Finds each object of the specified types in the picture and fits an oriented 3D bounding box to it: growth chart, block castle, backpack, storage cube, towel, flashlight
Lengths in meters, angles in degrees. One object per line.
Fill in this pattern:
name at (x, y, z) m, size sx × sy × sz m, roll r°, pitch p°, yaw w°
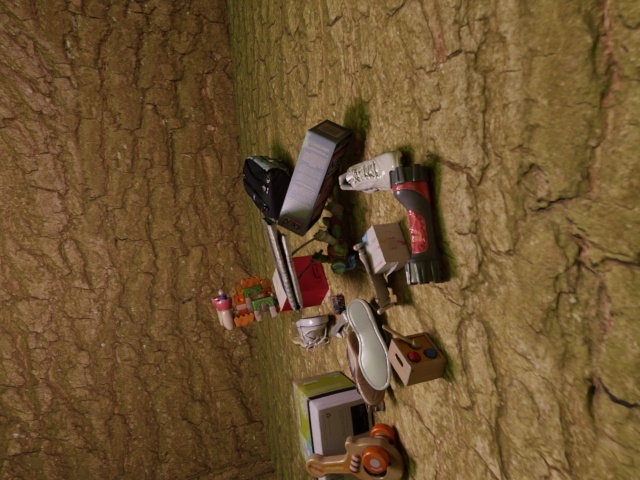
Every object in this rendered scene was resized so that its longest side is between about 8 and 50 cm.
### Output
growth chart at (0.170, 0.108, 1.386) m, size 0.172 × 0.021 × 0.237 m, roll 9°, pitch -122°, yaw -64°
block castle at (-0.332, 0.298, 2.372) m, size 0.303 × 0.454 × 0.212 m, roll 169°, pitch 86°, yaw -71°
backpack at (-0.284, -0.308, 2.369) m, size 0.356 × 0.274 × 0.289 m, roll 31°, pitch 131°, yaw 39°
storage cube at (-0.096, 0.195, 2.048) m, size 0.215 × 0.193 × 0.183 m, roll 115°, pitch 143°, yaw -54°
towel at (-0.136, 0.068, 1.628) m, size 0.312 × 0.056 × 0.323 m, roll -145°, pitch 38°, yaw -76°
flashlight at (0.241, -0.038, 1.153) m, size 0.103 × 0.103 × 0.303 m, roll -9°, pitch 82°, yaw 37°

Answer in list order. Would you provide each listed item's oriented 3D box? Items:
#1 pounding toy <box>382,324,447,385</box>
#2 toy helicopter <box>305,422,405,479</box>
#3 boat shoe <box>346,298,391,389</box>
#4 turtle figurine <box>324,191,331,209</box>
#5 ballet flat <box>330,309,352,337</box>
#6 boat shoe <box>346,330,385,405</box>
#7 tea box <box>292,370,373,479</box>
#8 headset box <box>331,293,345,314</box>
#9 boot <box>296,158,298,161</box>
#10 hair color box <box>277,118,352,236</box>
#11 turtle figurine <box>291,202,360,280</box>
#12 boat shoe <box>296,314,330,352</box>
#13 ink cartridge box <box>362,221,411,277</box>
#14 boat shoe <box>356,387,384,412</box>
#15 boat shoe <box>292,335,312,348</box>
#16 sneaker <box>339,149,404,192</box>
pounding toy at (0.247, 0.301, 1.223) m, size 0.141 × 0.130 × 0.100 m, roll -122°, pitch 32°, yaw -51°
toy helicopter at (0.117, 0.775, 1.536) m, size 0.234 × 0.356 × 0.140 m, roll 68°, pitch -155°, yaw -12°
boat shoe at (0.177, 0.339, 1.498) m, size 0.115 × 0.091 × 0.302 m, roll -20°, pitch 71°, yaw 25°
turtle figurine at (-0.015, -0.212, 1.803) m, size 0.175 × 0.118 × 0.234 m, roll 55°, pitch 133°, yaw 27°
ballet flat at (0.090, 0.347, 1.766) m, size 0.213 × 0.072 × 0.068 m, roll 109°, pitch 144°, yaw -50°
boat shoe at (0.155, 0.456, 1.589) m, size 0.092 × 0.103 × 0.285 m, roll 96°, pitch 161°, yaw -44°
tea box at (0.049, 0.741, 1.788) m, size 0.324 × 0.220 × 0.328 m, roll -177°, pitch 80°, yaw -71°
headset box at (0.074, 0.258, 1.834) m, size 0.062 × 0.032 × 0.083 m, roll 165°, pitch 98°, yaw -70°
boot at (-0.087, -0.326, 2.077) m, size 0.114 × 0.037 × 0.106 m, roll 53°, pitch 131°, yaw 49°
hair color box at (-0.022, -0.218, 1.590) m, size 0.185 × 0.114 × 0.374 m, roll -50°, pitch -15°, yaw -57°
turtle figurine at (0.000, 0.000, 1.656) m, size 0.197 × 0.275 × 0.266 m, roll 56°, pitch -149°, yaw -46°
boat shoe at (-0.037, 0.431, 2.053) m, size 0.367 × 0.136 × 0.156 m, roll 134°, pitch 126°, yaw -69°
ink cartridge box at (0.197, 0.032, 1.331) m, size 0.092 × 0.090 × 0.143 m, roll 122°, pitch 136°, yaw -61°
boat shoe at (0.166, 0.527, 1.618) m, size 0.066 × 0.066 × 0.183 m, roll 103°, pitch 152°, yaw -43°
boat shoe at (-0.091, 0.514, 2.350) m, size 0.190 × 0.068 × 0.072 m, roll -3°, pitch 81°, yaw 61°
sneaker at (0.151, -0.196, 1.348) m, size 0.292 × 0.119 × 0.109 m, roll 162°, pitch 102°, yaw -69°
